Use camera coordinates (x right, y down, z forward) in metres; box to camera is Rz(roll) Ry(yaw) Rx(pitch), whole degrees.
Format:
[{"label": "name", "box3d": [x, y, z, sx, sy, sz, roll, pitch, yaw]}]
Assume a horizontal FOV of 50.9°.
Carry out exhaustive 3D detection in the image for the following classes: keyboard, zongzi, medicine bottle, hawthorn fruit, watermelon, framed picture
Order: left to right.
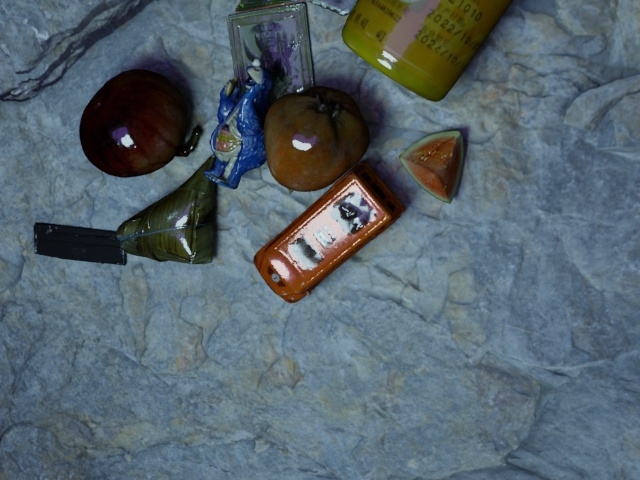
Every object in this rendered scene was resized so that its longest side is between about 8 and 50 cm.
[{"label": "keyboard", "box3d": [-0.570, 0.010, 1.592, 0.251, 0.017, 0.087, 5, 104, 15]}, {"label": "zongzi", "box3d": [-0.333, -0.073, 1.455, 0.221, 0.112, 0.242, 6, 95, 18]}, {"label": "framed picture", "box3d": [-0.096, -0.348, 1.360, 0.173, 0.010, 0.231, -4, 102, 18]}, {"label": "hawthorn fruit", "box3d": [-0.022, -0.176, 1.298, 0.199, 0.199, 0.251, 37, 140, 6]}, {"label": "watermelon", "box3d": [0.226, -0.131, 1.271, 0.125, 0.094, 0.135, -22, 100, 13]}, {"label": "medicine bottle", "box3d": [0.220, -0.447, 1.124, 0.224, 0.224, 0.384, 37, 111, 6]}]

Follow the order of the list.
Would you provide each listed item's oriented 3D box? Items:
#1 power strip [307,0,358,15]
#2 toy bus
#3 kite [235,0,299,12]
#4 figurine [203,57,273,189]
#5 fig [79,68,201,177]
[{"label": "power strip", "box3d": [0.001, -0.547, 1.239, 0.198, 0.064, 0.213, 23, 109, 8]}, {"label": "toy bus", "box3d": [0.000, 0.000, 1.341, 0.329, 0.153, 0.143, -40, 91, 22]}, {"label": "kite", "box3d": [-0.034, -0.540, 1.295, 0.234, 0.016, 0.321, 39, 112, 3]}, {"label": "figurine", "box3d": [-0.147, -0.224, 1.337, 0.121, 0.164, 0.262, 13, 115, -28]}, {"label": "fig", "box3d": [-0.376, -0.227, 1.373, 0.235, 0.235, 0.214, -3, 139, 18]}]
